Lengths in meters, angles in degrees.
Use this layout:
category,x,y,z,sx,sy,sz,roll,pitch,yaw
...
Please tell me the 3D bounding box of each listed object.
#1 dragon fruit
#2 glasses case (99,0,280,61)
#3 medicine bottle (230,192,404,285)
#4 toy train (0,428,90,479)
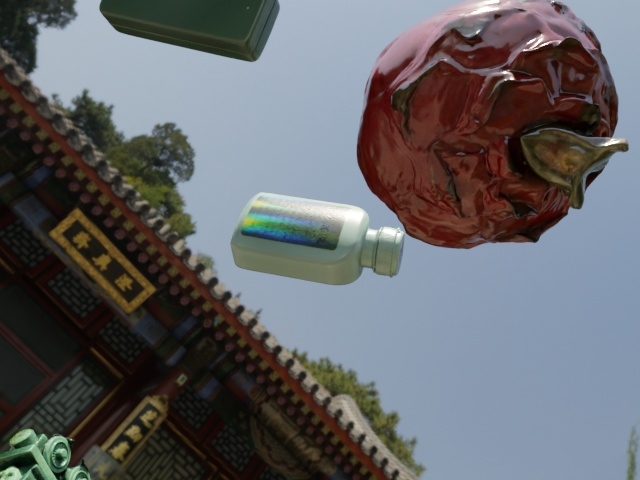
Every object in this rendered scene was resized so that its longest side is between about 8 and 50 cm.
category,x,y,z,sx,sy,sz,roll,pitch,yaw
dragon fruit,0.110,-0.076,0.382,0.172,0.209,0.172,3,-72,9
glasses case,-0.140,-0.249,0.590,0.184,0.078,0.039,17,-10,15
medicine bottle,0.000,0.000,0.776,0.229,0.121,0.083,9,-45,14
toy train,-0.297,0.292,0.596,0.071,0.111,0.170,-17,-71,5
